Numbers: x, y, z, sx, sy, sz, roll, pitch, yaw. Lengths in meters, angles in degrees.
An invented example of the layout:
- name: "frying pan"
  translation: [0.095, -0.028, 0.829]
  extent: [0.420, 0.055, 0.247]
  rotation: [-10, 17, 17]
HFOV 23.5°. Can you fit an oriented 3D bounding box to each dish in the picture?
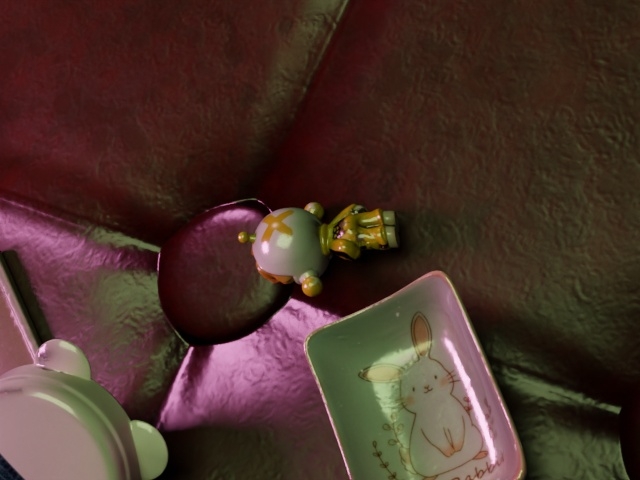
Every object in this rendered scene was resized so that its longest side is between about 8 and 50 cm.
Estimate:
- name: "dish"
  translation: [0.089, 0.152, 1.341]
  extent: [0.151, 0.077, 0.212]
  rotation: [-27, 61, 13]

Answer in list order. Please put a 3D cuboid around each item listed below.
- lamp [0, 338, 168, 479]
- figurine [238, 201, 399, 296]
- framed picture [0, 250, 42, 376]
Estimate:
- name: "lamp"
  translation: [-0.263, 0.215, 1.445]
  extent: [0.246, 0.108, 0.179]
  rotation: [-44, 85, 20]
- name: "figurine"
  translation: [0.001, 0.004, 1.448]
  extent: [0.143, 0.068, 0.101]
  rotation: [11, 57, 27]
- name: "framed picture"
  translation: [-0.424, 0.190, 1.581]
  extent: [0.335, 0.022, 0.247]
  rotation: [-35, 60, 6]
